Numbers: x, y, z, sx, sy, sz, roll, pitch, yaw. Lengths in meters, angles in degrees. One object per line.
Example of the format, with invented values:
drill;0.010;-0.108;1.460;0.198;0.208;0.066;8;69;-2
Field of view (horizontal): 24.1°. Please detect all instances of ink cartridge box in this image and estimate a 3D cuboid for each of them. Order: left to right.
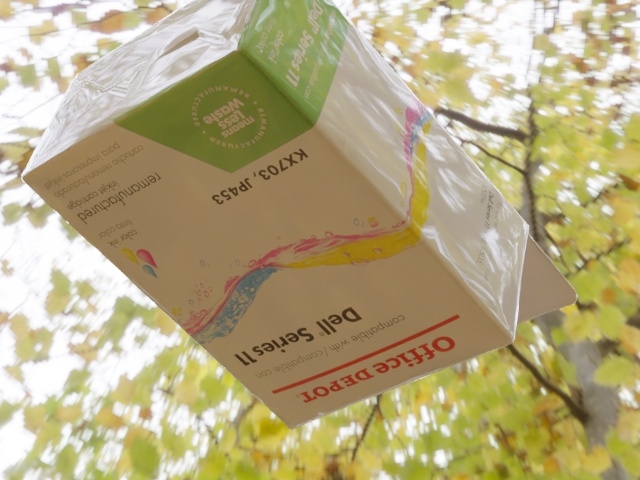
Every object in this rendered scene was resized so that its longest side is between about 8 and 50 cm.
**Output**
ink cartridge box;0.000;0.000;1.027;0.207;0.119;0.353;-26;-58;33
